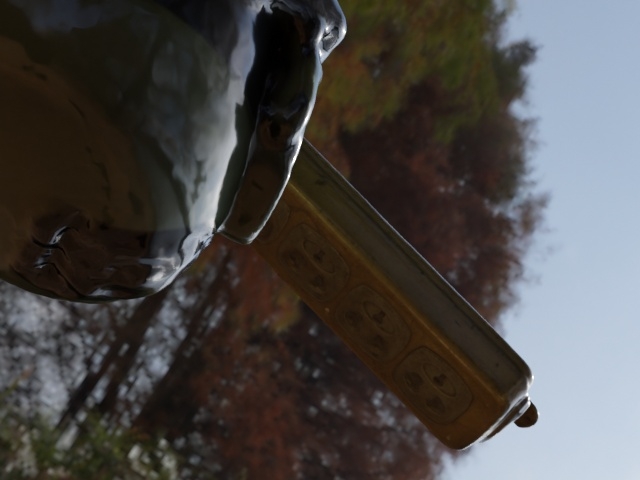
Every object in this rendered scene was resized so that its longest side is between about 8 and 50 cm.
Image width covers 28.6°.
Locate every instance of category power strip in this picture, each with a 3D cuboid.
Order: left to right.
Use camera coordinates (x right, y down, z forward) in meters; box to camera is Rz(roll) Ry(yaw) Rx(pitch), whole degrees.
[{"bbox_3d":[0.000,0.000,0.689,0.305,0.044,0.064,46,-43,8],"label":"power strip"}]

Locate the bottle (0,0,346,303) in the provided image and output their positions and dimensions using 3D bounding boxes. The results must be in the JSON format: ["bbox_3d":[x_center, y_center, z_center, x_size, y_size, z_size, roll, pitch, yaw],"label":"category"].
[{"bbox_3d":[-0.064,-0.141,0.478,0.168,0.347,0.168,9,-32,5],"label":"bottle"}]
